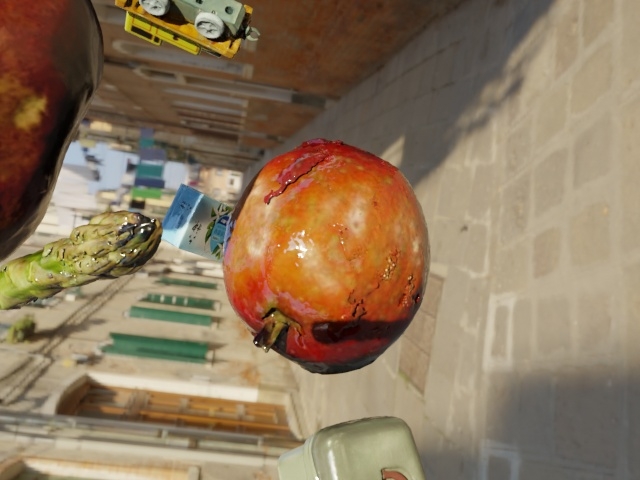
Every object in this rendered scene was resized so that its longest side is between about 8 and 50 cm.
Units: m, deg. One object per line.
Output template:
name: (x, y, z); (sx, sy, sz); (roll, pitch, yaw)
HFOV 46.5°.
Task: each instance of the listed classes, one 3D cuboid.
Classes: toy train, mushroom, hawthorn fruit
toy train: (-0.194, -0.323, 1.055); (0.127, 0.219, 0.089); (138, 151, -63)
mushroom: (-0.353, -0.131, 0.651); (0.259, 0.345, 0.345); (2, 83, 51)
hawthorn fruit: (0.014, 0.027, 1.008); (0.316, 0.316, 0.316); (-172, 90, -83)

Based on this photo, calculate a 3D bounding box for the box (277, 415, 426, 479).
box: (0.046, 0.312, 0.838); (0.129, 0.148, 0.210); (-37, 62, 48)

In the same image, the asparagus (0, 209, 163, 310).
asparagus: (-0.125, 0.012, 0.372); (0.165, 0.036, 0.030); (-16, 69, 44)

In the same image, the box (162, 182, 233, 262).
box: (-0.285, -0.036, 1.854); (0.143, 0.083, 0.232); (-64, -27, 0)
